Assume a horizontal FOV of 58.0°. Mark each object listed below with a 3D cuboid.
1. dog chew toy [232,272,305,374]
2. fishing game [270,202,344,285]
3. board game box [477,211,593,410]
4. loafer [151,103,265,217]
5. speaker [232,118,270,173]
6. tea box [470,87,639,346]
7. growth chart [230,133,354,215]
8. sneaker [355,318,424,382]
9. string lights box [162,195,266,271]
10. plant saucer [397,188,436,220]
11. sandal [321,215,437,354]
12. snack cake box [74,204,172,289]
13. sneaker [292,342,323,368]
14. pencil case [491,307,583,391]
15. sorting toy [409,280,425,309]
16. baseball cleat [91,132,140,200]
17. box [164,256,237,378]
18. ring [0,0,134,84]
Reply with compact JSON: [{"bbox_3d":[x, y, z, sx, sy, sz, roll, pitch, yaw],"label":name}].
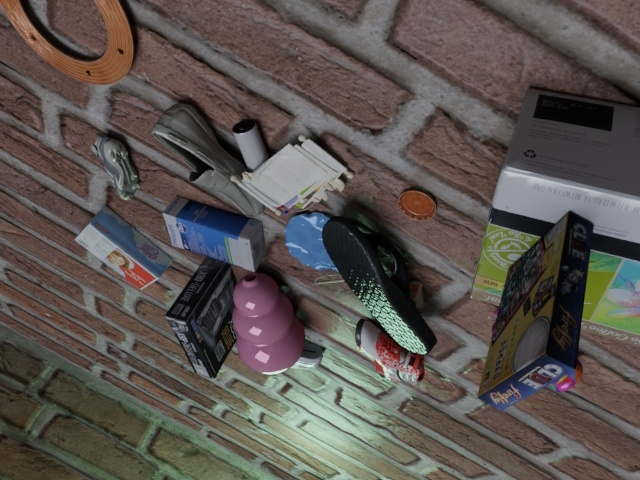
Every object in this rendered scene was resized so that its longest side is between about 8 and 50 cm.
[{"bbox_3d":[-0.163,0.232,1.672,0.206,0.206,0.332,7,131,26],"label":"dog chew toy"},{"bbox_3d":[0.000,0.000,1.420,0.189,0.041,0.264,-14,121,33],"label":"fishing game"},{"bbox_3d":[0.299,0.098,0.801,0.042,0.243,0.165,28,144,0],"label":"board game box"},{"bbox_3d":[-0.252,-0.162,1.317,0.319,0.111,0.112,48,152,-23],"label":"loafer"},{"bbox_3d":[-0.147,-0.196,1.266,0.055,0.055,0.136,6,138,27],"label":"speaker"},{"bbox_3d":[0.450,-0.030,0.941,0.329,0.220,0.323,15,142,17],"label":"tea box"},{"bbox_3d":[-0.060,-0.133,1.258,0.237,0.021,0.172,-27,126,33],"label":"growth chart"},{"bbox_3d":[0.205,0.310,1.611,0.145,0.090,0.270,-1,138,32],"label":"sneaker"},{"bbox_3d":[-0.283,-0.017,1.546,0.259,0.077,0.133,17,141,15],"label":"string lights box"},{"bbox_3d":[0.204,-0.076,1.217,0.083,0.013,0.083,17,141,14],"label":"plant saucer"},{"bbox_3d":[0.148,0.092,1.367,0.167,0.107,0.446,10,143,51],"label":"sandal"},{"bbox_3d":[-0.614,0.028,1.803,0.264,0.089,0.152,43,139,-18],"label":"snack cake box"},{"bbox_3d":[-0.123,0.366,1.857,0.258,0.094,0.091,14,133,4],"label":"sneaker"},{"bbox_3d":[0.505,0.251,1.346,0.236,0.104,0.104,43,141,-15],"label":"pencil case"},{"bbox_3d":[0.218,0.133,1.441,0.075,0.045,0.083,26,148,36],"label":"sorting toy"},{"bbox_3d":[-0.541,-0.199,1.521,0.109,0.072,0.206,34,144,20],"label":"baseball cleat"},{"bbox_3d":[-0.329,0.231,1.732,0.076,0.242,0.307,13,140,20],"label":"box"},{"bbox_3d":[-0.531,-0.478,1.203,0.336,0.032,0.336,17,142,14],"label":"ring"}]
